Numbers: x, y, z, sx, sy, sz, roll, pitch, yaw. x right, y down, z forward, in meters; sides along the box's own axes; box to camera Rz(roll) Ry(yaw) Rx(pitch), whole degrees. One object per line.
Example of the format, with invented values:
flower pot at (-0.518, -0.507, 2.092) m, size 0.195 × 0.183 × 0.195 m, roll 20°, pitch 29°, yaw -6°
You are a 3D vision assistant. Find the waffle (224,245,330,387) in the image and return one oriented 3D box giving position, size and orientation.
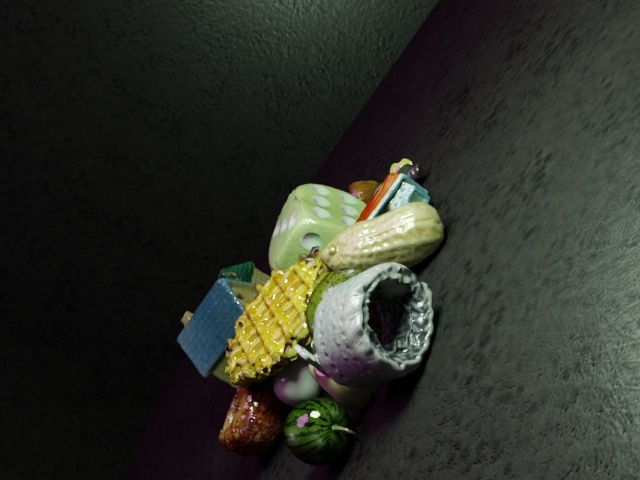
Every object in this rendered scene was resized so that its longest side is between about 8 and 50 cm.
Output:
waffle at (-0.108, 0.207, 1.988) m, size 0.382 × 0.095 × 0.379 m, roll -31°, pitch 29°, yaw 48°

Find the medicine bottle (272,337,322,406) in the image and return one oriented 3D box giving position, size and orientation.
medicine bottle at (-0.013, 0.270, 1.986) m, size 0.130 × 0.130 × 0.341 m, roll -37°, pitch 23°, yaw 59°

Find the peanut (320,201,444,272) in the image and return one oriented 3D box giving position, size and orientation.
peanut at (0.148, 0.011, 1.835) m, size 0.313 × 0.152 × 0.152 m, roll -22°, pitch 25°, yaw 19°

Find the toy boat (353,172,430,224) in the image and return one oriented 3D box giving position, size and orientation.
toy boat at (0.168, -0.005, 1.977) m, size 0.133 × 0.145 × 0.332 m, roll 32°, pitch 90°, yaw 50°

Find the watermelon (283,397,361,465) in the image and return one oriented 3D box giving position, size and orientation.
watermelon at (0.007, 0.391, 1.587) m, size 0.187 × 0.141 × 0.140 m, roll -29°, pitch 30°, yaw 52°

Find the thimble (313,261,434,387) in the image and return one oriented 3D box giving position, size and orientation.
thimble at (0.112, 0.170, 1.543) m, size 0.157 × 0.217 × 0.245 m, roll -29°, pitch 22°, yaw 49°

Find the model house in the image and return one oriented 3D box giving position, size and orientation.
model house at (-0.244, 0.235, 2.507) m, size 0.334 × 0.343 × 0.382 m, roll -54°, pitch 12°, yaw 25°

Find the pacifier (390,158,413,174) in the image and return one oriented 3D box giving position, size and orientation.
pacifier at (0.258, -0.213, 2.356) m, size 0.083 × 0.068 × 0.064 m, roll -26°, pitch -5°, yaw 37°

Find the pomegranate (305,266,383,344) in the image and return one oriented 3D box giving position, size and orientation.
pomegranate at (0.091, 0.162, 1.783) m, size 0.248 × 0.214 × 0.214 m, roll -7°, pitch -39°, yaw -54°

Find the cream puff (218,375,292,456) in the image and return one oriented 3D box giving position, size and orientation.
cream puff at (-0.166, 0.464, 2.046) m, size 0.240 × 0.164 × 0.240 m, roll -161°, pitch 90°, yaw -84°

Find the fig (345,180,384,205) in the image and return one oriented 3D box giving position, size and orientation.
fig at (0.156, -0.142, 2.507) m, size 0.119 × 0.153 × 0.119 m, roll 170°, pitch 90°, yaw -70°

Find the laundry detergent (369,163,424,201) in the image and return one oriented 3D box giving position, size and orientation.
laundry detergent at (0.232, -0.164, 2.237) m, size 0.221 × 0.078 × 0.144 m, roll -46°, pitch 16°, yaw 47°

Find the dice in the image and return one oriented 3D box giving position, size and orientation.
dice at (0.000, 0.000, 2.241) m, size 0.252 × 0.254 × 0.249 m, roll -95°, pitch 25°, yaw -59°

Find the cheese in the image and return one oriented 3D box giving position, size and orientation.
cheese at (0.013, 0.276, 1.654) m, size 0.071 × 0.249 × 0.163 m, roll -48°, pitch 27°, yaw -1°
